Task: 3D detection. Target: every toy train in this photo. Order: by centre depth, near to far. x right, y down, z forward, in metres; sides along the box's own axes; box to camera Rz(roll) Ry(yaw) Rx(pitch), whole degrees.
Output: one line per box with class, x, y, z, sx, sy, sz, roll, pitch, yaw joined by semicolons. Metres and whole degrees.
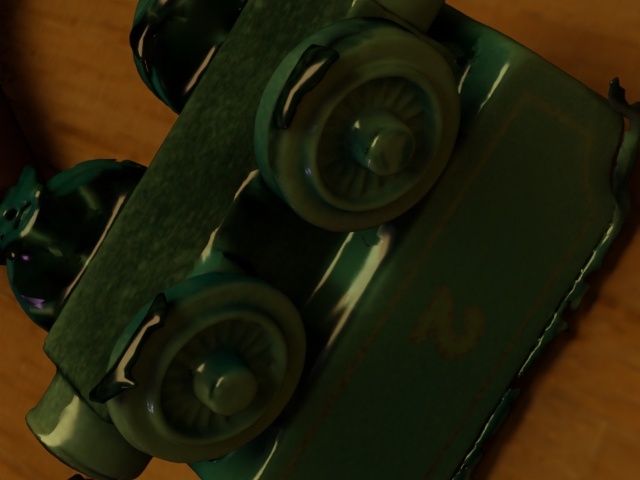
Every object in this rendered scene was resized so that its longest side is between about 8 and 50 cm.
toy train;0.000;0.000;0.632;0.203;0.163;0.112;-57;41;8

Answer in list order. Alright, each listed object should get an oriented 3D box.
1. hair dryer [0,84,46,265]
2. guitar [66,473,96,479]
hair dryer;-0.276;-0.039;0.997;0.340;0.123;0.312;-50;55;33
guitar;-0.115;0.219;0.743;0.084;0.038;0.271;-16;62;38
